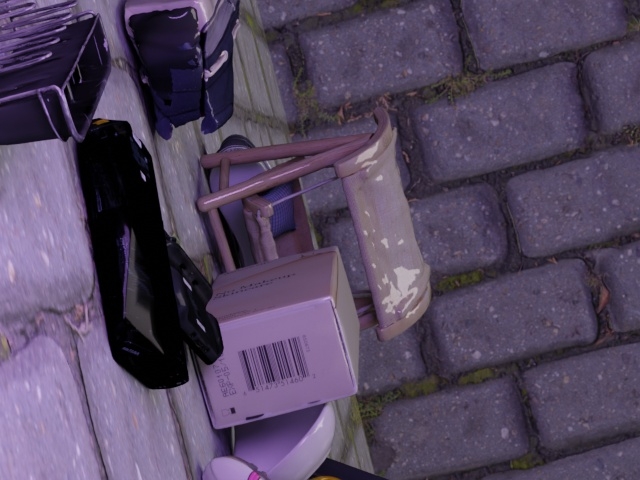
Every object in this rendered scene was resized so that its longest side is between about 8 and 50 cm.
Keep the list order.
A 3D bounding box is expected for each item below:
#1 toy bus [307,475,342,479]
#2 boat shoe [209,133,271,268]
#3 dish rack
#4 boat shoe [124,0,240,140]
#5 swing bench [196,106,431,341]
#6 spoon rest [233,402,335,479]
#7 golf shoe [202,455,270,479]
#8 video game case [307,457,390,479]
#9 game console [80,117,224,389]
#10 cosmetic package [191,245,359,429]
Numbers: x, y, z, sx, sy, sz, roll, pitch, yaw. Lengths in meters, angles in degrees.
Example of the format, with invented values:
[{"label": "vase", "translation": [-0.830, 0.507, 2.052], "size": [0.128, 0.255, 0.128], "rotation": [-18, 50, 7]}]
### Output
[{"label": "toy bus", "translation": [-0.008, 0.357, 1.765], "size": [0.104, 0.202, 0.191], "rotation": [26, -27, 28]}, {"label": "boat shoe", "translation": [-0.073, -0.003, 2.202], "size": [0.102, 0.108, 0.301], "rotation": [-92, 161, -64]}, {"label": "dish rack", "translation": [-0.216, -0.205, 1.051], "size": [0.208, 0.074, 0.271], "rotation": [-96, 171, -69]}, {"label": "boat shoe", "translation": [-0.150, -0.229, 1.862], "size": [0.340, 0.127, 0.158], "rotation": [-74, 157, -67]}, {"label": "swing bench", "translation": [0.000, 0.000, 2.053], "size": [0.165, 0.254, 0.253], "rotation": [-95, 170, -64]}, {"label": "spoon rest", "translation": [-0.049, 0.213, 1.761], "size": [0.084, 0.137, 0.276], "rotation": [44, -6, -4]}, {"label": "golf shoe", "translation": [-0.067, 0.274, 1.485], "size": [0.086, 0.067, 0.186], "rotation": [1, 46, -43]}, {"label": "video game case", "translation": [0.059, 0.380, 1.943], "size": [0.275, 0.035, 0.248], "rotation": [12, -54, 47]}, {"label": "game console", "translation": [-0.142, 0.043, 1.467], "size": [0.361, 0.044, 0.213], "rotation": [63, 15, -71]}, {"label": "cosmetic package", "translation": [-0.044, 0.100, 1.796], "size": [0.309, 0.160, 0.113], "rotation": [-87, 163, -80]}]
